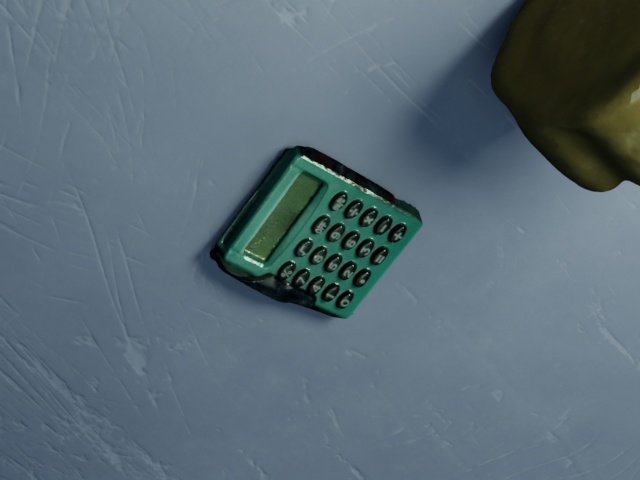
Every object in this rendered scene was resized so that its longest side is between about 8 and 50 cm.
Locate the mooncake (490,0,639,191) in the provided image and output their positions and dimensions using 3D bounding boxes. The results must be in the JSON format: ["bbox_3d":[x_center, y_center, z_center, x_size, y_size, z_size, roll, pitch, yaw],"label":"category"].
[{"bbox_3d":[0.429,-0.243,1.437,0.378,0.378,0.201,-41,121,18],"label":"mooncake"}]

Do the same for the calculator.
[{"bbox_3d":[0.000,0.000,1.712,0.274,0.058,0.248,28,115,-21],"label":"calculator"}]
